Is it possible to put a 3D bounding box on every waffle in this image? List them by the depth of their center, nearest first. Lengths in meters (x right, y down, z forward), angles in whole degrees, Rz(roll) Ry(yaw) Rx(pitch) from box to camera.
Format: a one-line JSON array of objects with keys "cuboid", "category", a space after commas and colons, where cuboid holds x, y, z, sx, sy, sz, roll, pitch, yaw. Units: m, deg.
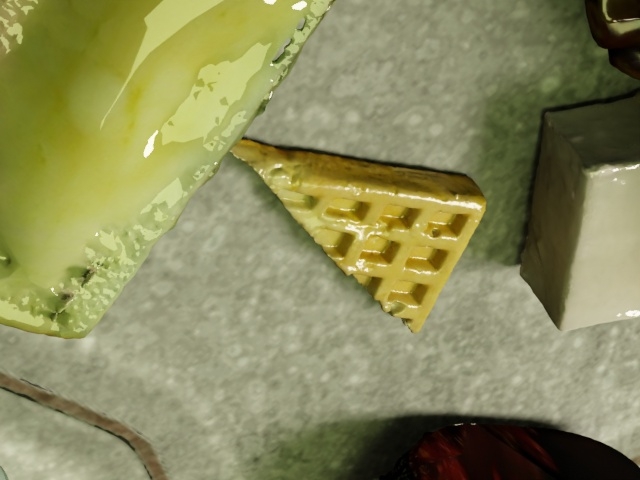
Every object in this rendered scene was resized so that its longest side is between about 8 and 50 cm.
[{"cuboid": [0.000, 0.000, 1.084, 0.191, 0.032, 0.125, 7, 127, -29], "category": "waffle"}]

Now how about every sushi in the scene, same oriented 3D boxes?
[{"cuboid": [0.130, 0.212, 1.260, 0.225, 0.136, 0.126, 2, 130, -37], "category": "sushi"}]

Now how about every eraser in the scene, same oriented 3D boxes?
[{"cuboid": [0.304, -0.040, 1.163, 0.343, 0.078, 0.144, -10, 131, -18], "category": "eraser"}]

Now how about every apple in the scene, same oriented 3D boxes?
[{"cuboid": [-0.136, -0.092, 0.874, 0.193, 0.120, 0.265, 28, 110, -26], "category": "apple"}]

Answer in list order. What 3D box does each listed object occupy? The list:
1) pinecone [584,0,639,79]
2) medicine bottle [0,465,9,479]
[{"cuboid": [0.254, -0.136, 0.973, 0.229, 0.201, 0.202, 24, 110, -19], "category": "pinecone"}, {"cuboid": [-0.253, 0.091, 0.990, 0.079, 0.124, 0.258, -28, 147, 0], "category": "medicine bottle"}]
